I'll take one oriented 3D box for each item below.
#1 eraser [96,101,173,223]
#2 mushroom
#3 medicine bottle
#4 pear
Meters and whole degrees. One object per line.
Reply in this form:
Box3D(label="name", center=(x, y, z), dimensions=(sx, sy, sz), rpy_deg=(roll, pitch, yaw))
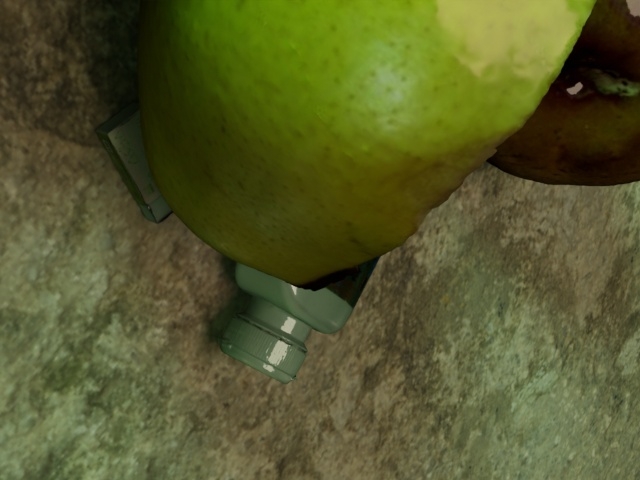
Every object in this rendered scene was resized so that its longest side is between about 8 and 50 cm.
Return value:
Box3D(label="eraser", center=(-0.125, -0.055, 0.783), dimensions=(0.038, 0.019, 0.083), rpy_deg=(-43, 130, -26))
Box3D(label="mushroom", center=(0.233, -0.165, 0.974), dimensions=(0.254, 0.267, 0.267), rpy_deg=(-51, 145, -66))
Box3D(label="medicine bottle", center=(0.000, 0.000, 0.874), dimensions=(0.229, 0.083, 0.121), rpy_deg=(-63, 147, -7))
Box3D(label="pear", center=(-0.002, -0.171, 0.673), dimensions=(0.191, 0.340, 0.386), rpy_deg=(26, 115, -25))
